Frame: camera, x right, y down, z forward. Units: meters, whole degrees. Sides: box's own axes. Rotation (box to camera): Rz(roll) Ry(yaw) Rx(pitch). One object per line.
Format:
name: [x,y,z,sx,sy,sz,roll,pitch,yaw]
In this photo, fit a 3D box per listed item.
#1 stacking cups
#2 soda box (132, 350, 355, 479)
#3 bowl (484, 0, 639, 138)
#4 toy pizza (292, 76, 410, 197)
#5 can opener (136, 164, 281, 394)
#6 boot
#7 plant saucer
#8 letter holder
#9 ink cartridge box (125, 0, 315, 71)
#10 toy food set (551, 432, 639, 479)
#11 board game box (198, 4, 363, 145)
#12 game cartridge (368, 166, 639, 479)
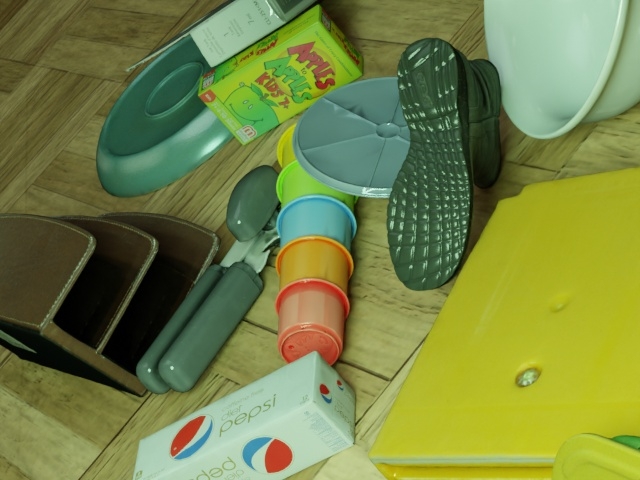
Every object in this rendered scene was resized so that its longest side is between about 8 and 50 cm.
stacking cups: [0.000,0.000,1.754,0.096,0.096,0.316,-29,34,21]
soda box: [-0.073,0.190,1.606,0.216,0.069,0.074,-28,32,22]
bowl: [0.275,-0.243,1.638,0.298,0.134,0.297,180,90,-71]
toy pizza: [0.071,-0.103,1.785,0.201,0.032,0.201,-3,41,3]
can opener: [-0.114,0.035,1.831,0.076,0.095,0.283,-9,36,45]
boot: [0.137,-0.068,1.645,0.083,0.161,0.246,0,83,28]
plant saucer: [-0.184,-0.189,2.271,0.318,0.043,0.317,-31,31,21]
letter holder: [-0.278,0.030,1.946,0.302,0.152,0.214,9,67,54]
ink cartridge box: [-0.090,-0.289,2.181,0.239,0.060,0.275,-28,11,34]
toy food set: [0.251,0.200,1.191,0.071,0.128,0.218,-14,16,-25]
board game box: [-0.049,-0.199,2.068,0.181,0.092,0.043,-29,31,22]
game cartridge: [0.216,0.068,1.450,0.285,0.052,0.323,-7,42,46]
